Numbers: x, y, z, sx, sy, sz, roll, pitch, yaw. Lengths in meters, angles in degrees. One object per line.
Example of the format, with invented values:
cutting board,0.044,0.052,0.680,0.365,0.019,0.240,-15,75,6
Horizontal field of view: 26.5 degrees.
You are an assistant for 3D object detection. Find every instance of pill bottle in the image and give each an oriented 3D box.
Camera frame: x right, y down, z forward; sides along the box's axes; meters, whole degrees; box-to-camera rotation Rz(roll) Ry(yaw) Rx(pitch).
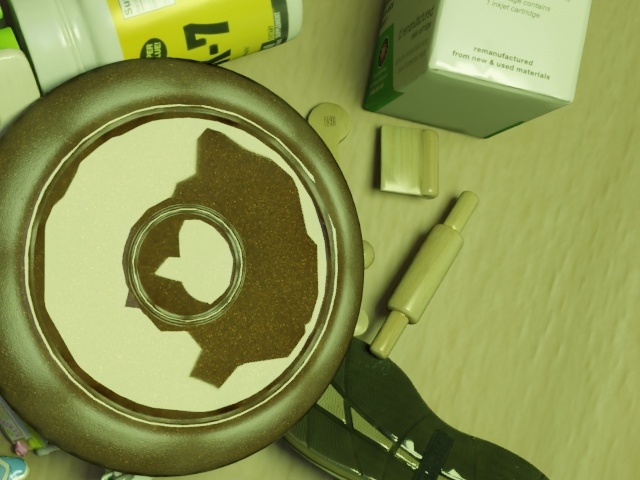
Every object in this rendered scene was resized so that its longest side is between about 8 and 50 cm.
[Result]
pill bottle,-0.129,-0.181,1.049,0.208,0.119,0.119,-20,91,-11

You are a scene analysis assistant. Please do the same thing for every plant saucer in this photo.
plant saucer,-0.102,0.018,0.985,0.311,0.050,0.310,1,88,-21

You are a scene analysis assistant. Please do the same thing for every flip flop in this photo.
flip flop,0.066,0.173,1.081,0.277,0.080,0.112,31,57,4

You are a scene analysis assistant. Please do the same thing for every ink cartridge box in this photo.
ink cartridge box,0.135,-0.236,1.062,0.117,0.201,0.278,13,84,-10

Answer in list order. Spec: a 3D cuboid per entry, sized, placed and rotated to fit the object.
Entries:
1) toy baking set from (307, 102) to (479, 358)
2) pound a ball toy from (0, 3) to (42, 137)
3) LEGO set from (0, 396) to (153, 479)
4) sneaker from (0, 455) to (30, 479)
toy baking set,0.007,0.002,1.098,0.197,0.030,0.256,27,70,3
pound a ball toy,-0.355,-0.053,0.971,0.319,0.135,0.208,-21,55,-12
LEGO set,-0.210,0.064,1.048,0.132,0.107,0.287,-13,84,-46
sneaker,-0.237,0.262,1.021,0.081,0.080,0.211,-15,91,-9
